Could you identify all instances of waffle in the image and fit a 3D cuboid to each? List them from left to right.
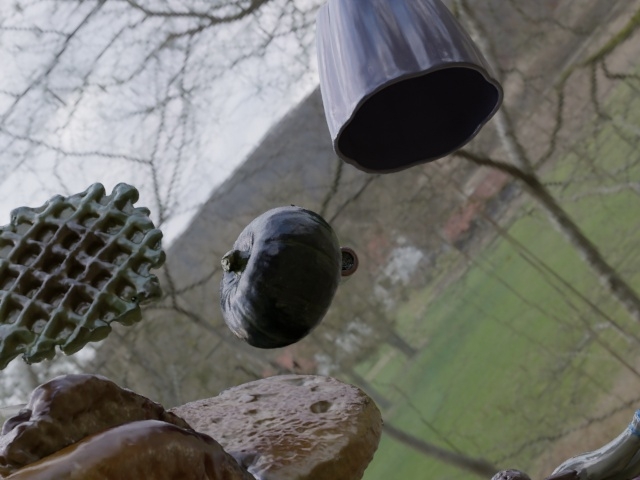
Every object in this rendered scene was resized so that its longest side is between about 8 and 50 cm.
[{"bbox_3d":[-0.373,0.043,1.514,0.309,0.292,0.056,-23,-40,-3],"label":"waffle"}]

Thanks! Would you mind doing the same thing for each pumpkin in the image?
[{"bbox_3d":[-0.047,0.041,1.183,0.167,0.125,0.167,-28,39,26],"label":"pumpkin"}]

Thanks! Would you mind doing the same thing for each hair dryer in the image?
[{"bbox_3d":[0.000,0.000,1.254,0.037,0.114,0.063,-36,-6,-14],"label":"hair dryer"}]

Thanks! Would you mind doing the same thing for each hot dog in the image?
[{"bbox_3d":[-0.153,0.243,0.831,0.185,0.405,0.223,-11,49,27],"label":"hot dog"}]

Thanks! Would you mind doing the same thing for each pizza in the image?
[{"bbox_3d":[-0.062,0.232,1.168,0.277,0.114,0.409,-13,6,-4],"label":"pizza"}]

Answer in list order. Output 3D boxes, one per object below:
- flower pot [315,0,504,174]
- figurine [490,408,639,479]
[{"bbox_3d":[0.108,-0.267,1.588,0.265,0.243,0.265,-17,-28,-9],"label":"flower pot"},{"bbox_3d":[0.220,0.256,0.971,0.260,0.103,0.205,-47,-28,21],"label":"figurine"}]
